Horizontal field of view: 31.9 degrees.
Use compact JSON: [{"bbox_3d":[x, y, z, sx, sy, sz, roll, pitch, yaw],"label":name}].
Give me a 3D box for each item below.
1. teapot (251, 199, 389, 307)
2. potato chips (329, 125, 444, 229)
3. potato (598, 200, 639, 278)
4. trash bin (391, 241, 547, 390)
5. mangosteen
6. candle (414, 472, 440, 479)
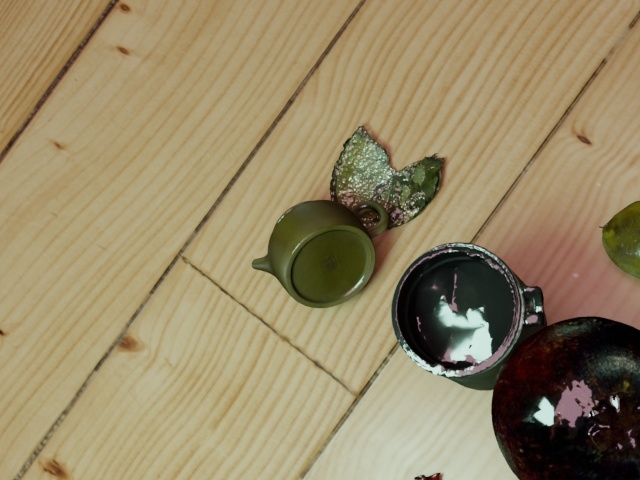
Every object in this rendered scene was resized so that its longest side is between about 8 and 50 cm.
[{"bbox_3d":[0.000,0.000,2.071,0.267,0.185,0.175,-28,39,-7],"label":"teapot"},{"bbox_3d":[0.123,-0.115,2.128,0.220,0.029,0.202,7,80,24],"label":"potato chips"},{"bbox_3d":[0.593,0.001,1.881,0.251,0.113,0.149,11,80,21],"label":"potato"},{"bbox_3d":[0.255,0.136,1.890,0.277,0.262,0.217,-1,77,20],"label":"trash bin"},{"bbox_3d":[0.413,0.264,1.704,0.330,0.330,0.330,-5,76,19],"label":"mangosteen"},{"bbox_3d":[0.238,0.558,1.915,0.051,0.048,0.329,-27,70,26],"label":"candle"}]
